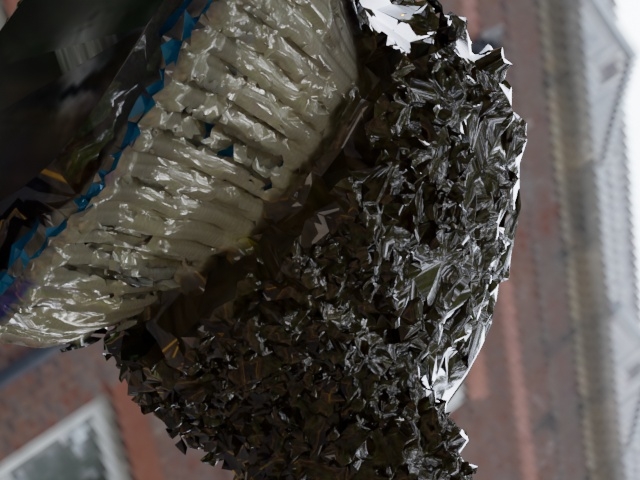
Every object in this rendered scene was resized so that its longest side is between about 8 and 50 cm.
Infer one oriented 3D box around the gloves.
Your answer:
[{"bbox_3d":[-0.007,0.002,0.690,0.135,0.210,0.312,15,-6,32],"label":"gloves"}]
